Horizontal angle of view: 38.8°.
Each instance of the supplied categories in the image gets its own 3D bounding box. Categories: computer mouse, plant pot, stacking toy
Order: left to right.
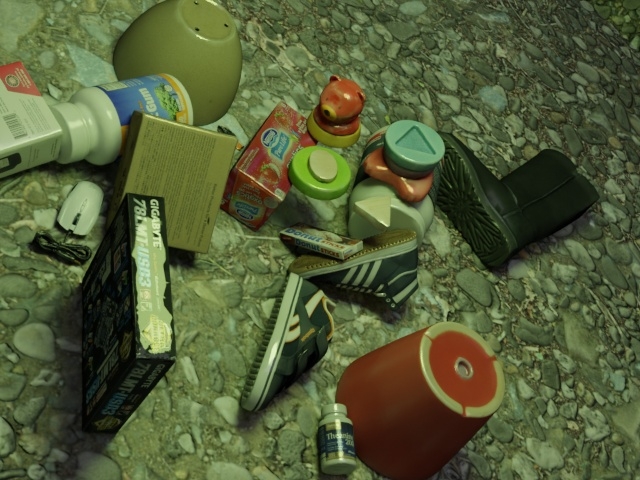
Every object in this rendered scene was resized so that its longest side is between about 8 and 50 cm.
[{"bbox_3d":[-0.452,-0.048,1.688,0.106,0.042,0.193,25,48,-16],"label":"computer mouse"},{"bbox_3d":[-0.283,-0.417,1.967,0.284,0.191,0.284,17,51,-22],"label":"plant pot"},{"bbox_3d":[0.095,-0.190,1.874,0.308,0.130,0.279,27,48,5],"label":"stacking toy"},{"bbox_3d":[0.205,0.294,1.744,0.274,0.243,0.275,18,50,-23],"label":"plant pot"}]

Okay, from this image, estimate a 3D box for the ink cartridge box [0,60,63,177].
[{"bbox_3d":[-0.611,-0.199,1.625,0.237,0.100,0.172,-25,74,-32],"label":"ink cartridge box"}]

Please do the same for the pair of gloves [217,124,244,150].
[{"bbox_3d":[-0.212,-0.215,1.994,0.074,0.010,0.083,42,44,0],"label":"pair of gloves"}]

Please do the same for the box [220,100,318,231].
[{"bbox_3d":[-0.110,-0.161,1.941,0.122,0.128,0.257,35,46,-8],"label":"box"}]

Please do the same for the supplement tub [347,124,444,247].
[{"bbox_3d":[0.170,-0.114,2.052,0.191,0.191,0.272,29,47,-13],"label":"supplement tub"}]

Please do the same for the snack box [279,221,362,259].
[{"bbox_3d":[0.000,0.000,1.893,0.178,0.022,0.064,17,33,39],"label":"snack box"}]

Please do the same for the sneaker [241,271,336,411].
[{"bbox_3d":[-0.048,0.201,1.722,0.127,0.126,0.321,27,46,-7],"label":"sneaker"}]

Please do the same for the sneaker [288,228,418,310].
[{"bbox_3d":[0.079,0.083,1.913,0.282,0.153,0.099,-15,24,-10],"label":"sneaker"}]

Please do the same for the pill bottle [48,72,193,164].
[{"bbox_3d":[-0.398,-0.233,1.782,0.272,0.152,0.152,-23,73,-42],"label":"pill bottle"}]

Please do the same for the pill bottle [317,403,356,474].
[{"bbox_3d":[0.030,0.369,1.694,0.067,0.067,0.120,13,52,-26],"label":"pill bottle"}]

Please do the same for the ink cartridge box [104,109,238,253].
[{"bbox_3d":[-0.284,-0.110,1.726,0.193,0.088,0.235,13,96,-27],"label":"ink cartridge box"}]

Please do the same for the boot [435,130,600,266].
[{"bbox_3d":[0.491,-0.163,2.330,0.445,0.146,0.367,-26,85,-39],"label":"boot"}]

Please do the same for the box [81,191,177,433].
[{"bbox_3d":[-0.320,0.123,1.477,0.073,0.295,0.293,7,54,-27],"label":"box"}]
